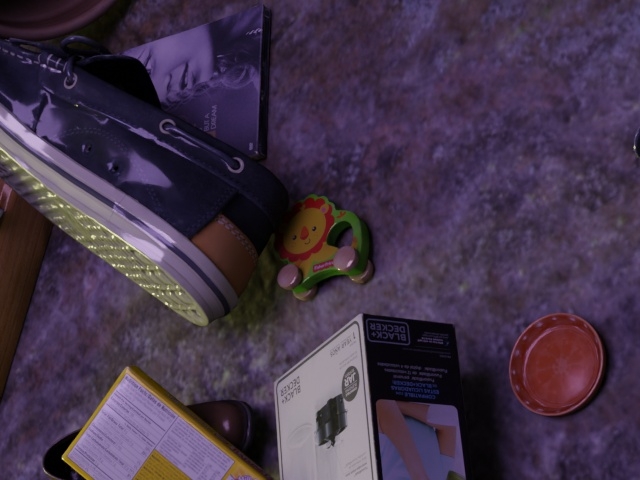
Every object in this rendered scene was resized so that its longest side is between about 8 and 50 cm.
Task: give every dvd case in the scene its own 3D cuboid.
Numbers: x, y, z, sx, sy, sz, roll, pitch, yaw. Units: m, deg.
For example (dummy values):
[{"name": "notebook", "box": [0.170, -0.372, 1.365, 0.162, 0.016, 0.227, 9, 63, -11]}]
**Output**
[{"name": "dvd case", "box": [-0.144, -0.136, 1.604, 0.221, 0.018, 0.164, -14, 65, 34]}]

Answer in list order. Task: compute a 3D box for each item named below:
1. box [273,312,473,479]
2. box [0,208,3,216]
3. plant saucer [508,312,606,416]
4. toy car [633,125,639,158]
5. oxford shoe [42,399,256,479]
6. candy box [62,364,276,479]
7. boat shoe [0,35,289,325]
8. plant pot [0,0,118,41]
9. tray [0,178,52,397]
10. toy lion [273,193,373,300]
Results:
[{"name": "box", "box": [0.043, 0.222, 1.228, 0.169, 0.087, 0.290, -44, 44, 53]}, {"name": "box", "box": [-0.454, -0.012, 1.635, 0.182, 0.119, 0.181, 35, 95, 41]}, {"name": "plant saucer", "box": [0.188, 0.099, 1.252, 0.083, 0.013, 0.083, -14, 65, 34]}, {"name": "toy car", "box": [0.294, -0.077, 1.122, 0.149, 0.188, 0.155, 35, 96, 41]}, {"name": "oxford shoe", "box": [-0.160, 0.192, 1.436, 0.227, 0.096, 0.083, -22, 59, 29]}, {"name": "candy box", "box": [-0.117, 0.212, 1.376, 0.206, 0.027, 0.105, 38, 97, 10]}, {"name": "boat shoe", "box": [-0.231, -0.107, 1.523, 0.500, 0.187, 0.156, 34, 74, 28]}, {"name": "plant pot", "box": [-0.345, -0.359, 1.723, 0.229, 0.263, 0.263, 26, 90, 59]}, {"name": "tray", "box": [-0.422, 0.119, 1.686, 0.203, 0.076, 0.411, 6, 76, 39]}, {"name": "toy lion", "box": [0.000, 0.000, 1.431, 0.100, 0.034, 0.096, -18, 55, 32]}]
